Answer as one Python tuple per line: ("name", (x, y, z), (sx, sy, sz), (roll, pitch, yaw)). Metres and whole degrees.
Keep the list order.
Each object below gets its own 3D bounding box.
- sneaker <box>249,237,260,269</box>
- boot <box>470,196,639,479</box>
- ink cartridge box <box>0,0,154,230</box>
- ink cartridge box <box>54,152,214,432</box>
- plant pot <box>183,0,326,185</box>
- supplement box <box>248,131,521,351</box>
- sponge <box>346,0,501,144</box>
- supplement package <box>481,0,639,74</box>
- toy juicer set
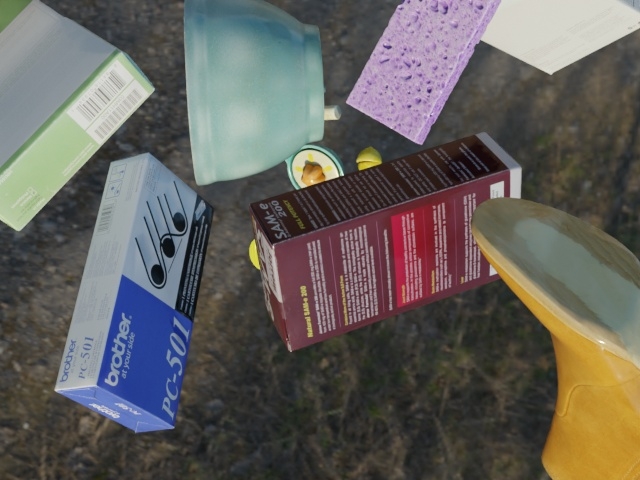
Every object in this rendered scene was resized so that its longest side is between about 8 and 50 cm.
("sneaker", (0.000, 0.000, 1.031), (0.144, 0.059, 0.053), (3, 111, -4))
("boot", (0.211, 0.117, 0.801), (0.104, 0.295, 0.211), (-41, 162, -39))
("ink cartridge box", (-0.275, -0.129, 0.909), (0.171, 0.235, 0.056), (-48, 135, -7))
("ink cartridge box", (-0.146, 0.041, 0.825), (0.097, 0.046, 0.207), (43, 45, -47))
("plant pot", (-0.094, -0.232, 1.511), (0.196, 0.293, 0.293), (-2, 99, -3))
("supplement box", (0.063, 0.000, 0.931), (0.239, 0.073, 0.130), (-18, 130, -14))
("sponge", (0.130, -0.241, 1.295), (0.031, 0.117, 0.210), (4, 118, -61))
("supplement package", (0.329, -0.370, 1.442), (0.203, 0.194, 0.149), (18, 65, -31))
("toy juicer set", (0.019, -0.156, 2.097), (0.329, 0.209, 0.089), (57, 41, -12))
